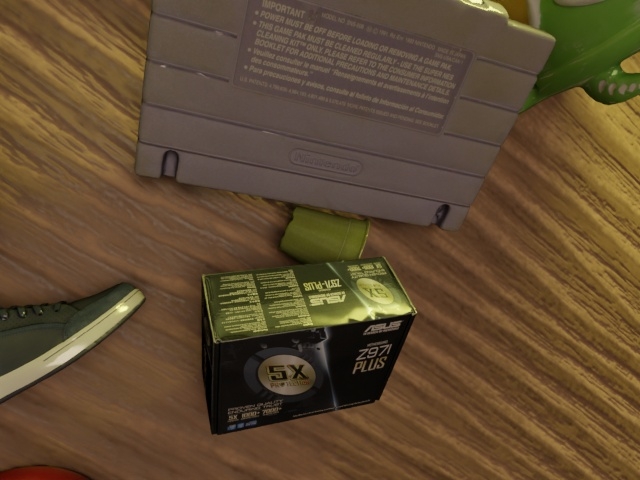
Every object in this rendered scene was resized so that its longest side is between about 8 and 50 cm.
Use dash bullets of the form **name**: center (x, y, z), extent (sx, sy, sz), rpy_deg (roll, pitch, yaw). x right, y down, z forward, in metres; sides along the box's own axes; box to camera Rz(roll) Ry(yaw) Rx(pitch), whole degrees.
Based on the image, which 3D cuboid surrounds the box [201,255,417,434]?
- **box**: center (-0.020, 0.100, 0.474), extent (0.180, 0.078, 0.148), rpy_deg (-4, 132, -19)

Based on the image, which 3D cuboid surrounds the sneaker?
- **sneaker**: center (-0.284, 0.053, 0.418), extent (0.226, 0.086, 0.164), rpy_deg (-30, 95, -23)

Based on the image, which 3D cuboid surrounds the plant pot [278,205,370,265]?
- **plant pot**: center (0.000, 0.000, 0.525), extent (0.079, 0.083, 0.083), rpy_deg (23, 83, -5)

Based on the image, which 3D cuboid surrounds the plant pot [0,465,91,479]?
- **plant pot**: center (-0.253, 0.308, 0.386), extent (0.190, 0.174, 0.191), rpy_deg (-1, 93, -20)

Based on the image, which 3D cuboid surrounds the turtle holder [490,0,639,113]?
- **turtle holder**: center (0.277, -0.284, 0.551), extent (0.227, 0.320, 0.243), rpy_deg (50, 44, -13)

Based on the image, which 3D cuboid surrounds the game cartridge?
- **game cartridge**: center (0.019, -0.139, 0.472), extent (0.354, 0.068, 0.230), rpy_deg (9, 118, -17)
